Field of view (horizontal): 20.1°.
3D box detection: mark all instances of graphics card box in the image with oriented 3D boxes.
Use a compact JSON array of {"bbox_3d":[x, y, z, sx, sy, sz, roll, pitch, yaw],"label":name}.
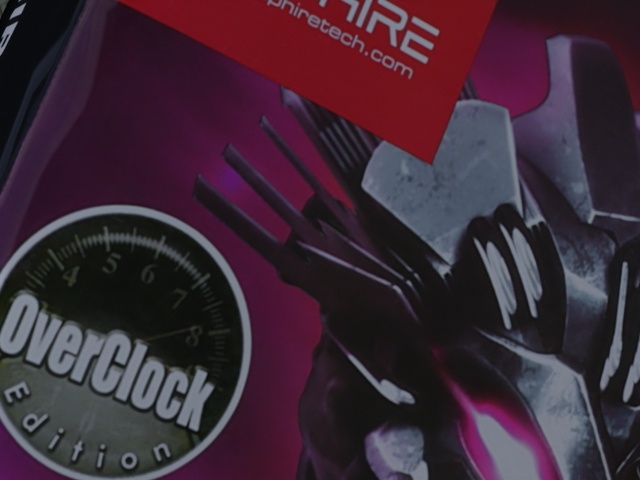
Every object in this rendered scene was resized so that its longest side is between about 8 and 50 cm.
[{"bbox_3d":[0.008,0.049,0.425,0.094,0.232,0.371,1,66,66],"label":"graphics card box"}]

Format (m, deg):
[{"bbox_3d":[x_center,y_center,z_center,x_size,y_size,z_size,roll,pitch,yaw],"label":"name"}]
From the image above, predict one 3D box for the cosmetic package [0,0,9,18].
[{"bbox_3d":[-0.285,-0.221,0.771,0.327,0.329,0.394,30,141,37],"label":"cosmetic package"}]
